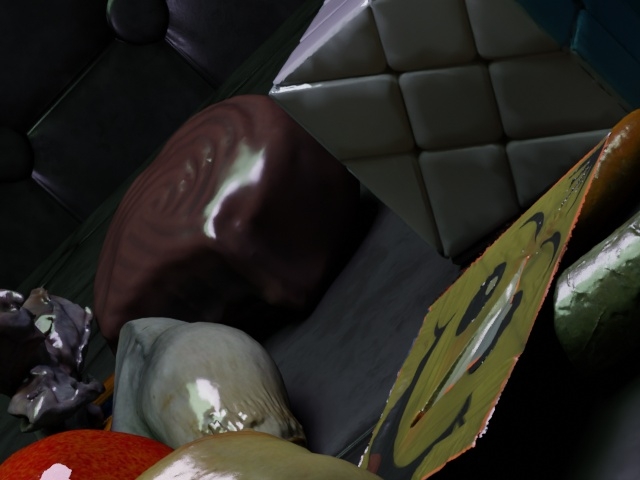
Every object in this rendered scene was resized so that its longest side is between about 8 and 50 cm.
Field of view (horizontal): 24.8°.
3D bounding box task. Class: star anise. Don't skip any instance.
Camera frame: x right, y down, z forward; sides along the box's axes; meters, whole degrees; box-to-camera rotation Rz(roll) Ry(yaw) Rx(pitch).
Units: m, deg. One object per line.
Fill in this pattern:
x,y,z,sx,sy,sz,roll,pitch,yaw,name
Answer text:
-0.276,0.130,1.471,0.111,0.198,0.257,-32,-6,3,star anise

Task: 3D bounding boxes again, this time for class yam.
0.200,0.016,0.861,0.146,0.069,0.069,-39,15,15,yam

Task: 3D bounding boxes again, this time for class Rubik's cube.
0.131,-0.161,1.224,0.221,0.231,0.224,-38,18,35,Rubik's cube

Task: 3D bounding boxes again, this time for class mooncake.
-0.119,0.004,1.596,0.326,0.174,0.333,-4,54,58,mooncake

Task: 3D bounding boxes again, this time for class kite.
0.101,0.063,0.979,0.327,0.013,0.377,-58,3,11,kite

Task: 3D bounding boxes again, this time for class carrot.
0.173,0.001,1.042,0.248,0.043,0.043,-52,14,-9,carrot

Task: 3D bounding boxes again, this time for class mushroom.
-0.108,0.155,1.298,0.397,0.126,0.177,167,119,-69,mushroom

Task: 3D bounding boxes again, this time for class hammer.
0.000,0.000,1.613,0.178,0.021,0.065,-36,25,38,hammer

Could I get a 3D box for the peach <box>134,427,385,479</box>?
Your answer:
-0.042,0.215,0.755,0.232,0.232,0.232,-44,14,14,peach

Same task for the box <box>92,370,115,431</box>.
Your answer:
-0.242,0.234,1.604,0.152,0.070,0.237,-42,13,22,box

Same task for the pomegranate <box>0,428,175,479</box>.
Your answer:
-0.176,0.250,1.065,0.221,0.221,0.257,-56,10,-33,pomegranate
